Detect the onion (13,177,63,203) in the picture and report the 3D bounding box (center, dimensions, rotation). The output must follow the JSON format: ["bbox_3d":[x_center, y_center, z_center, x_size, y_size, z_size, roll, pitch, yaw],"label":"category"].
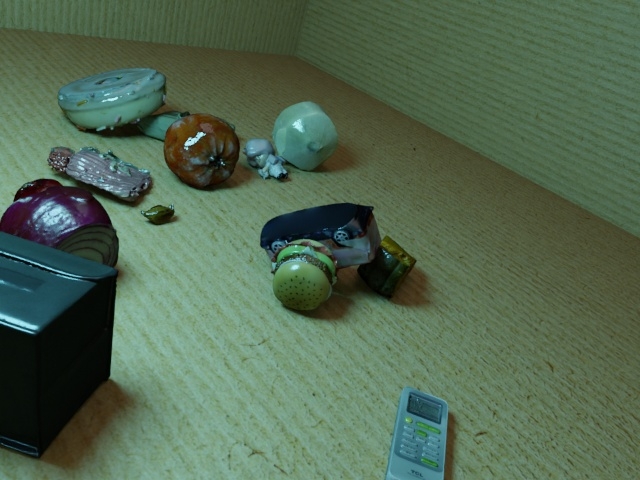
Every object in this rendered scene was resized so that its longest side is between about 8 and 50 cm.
[{"bbox_3d":[-0.680,-0.093,1.373,0.131,0.131,0.131,13,28,-7],"label":"onion"}]

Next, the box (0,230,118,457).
[{"bbox_3d":[-0.534,0.140,0.894,0.345,0.251,0.204,17,28,2],"label":"box"}]

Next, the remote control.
[{"bbox_3d":[0.190,0.383,1.083,0.103,0.034,0.250,21,27,7],"label":"remote control"}]

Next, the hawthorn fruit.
[{"bbox_3d":[-0.400,-0.301,1.810,0.242,0.242,0.271,-13,37,-43],"label":"hawthorn fruit"}]

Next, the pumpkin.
[{"bbox_3d":[0.182,0.074,1.566,0.131,0.126,0.248,31,13,14],"label":"pumpkin"}]

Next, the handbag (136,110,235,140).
[{"bbox_3d":[-0.480,-0.417,2.089,0.316,0.109,0.253,14,23,6],"label":"handbag"}]

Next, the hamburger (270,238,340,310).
[{"bbox_3d":[-0.041,0.091,1.355,0.175,0.175,0.137,15,37,-4],"label":"hamburger"}]

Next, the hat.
[{"bbox_3d":[-0.638,-0.208,1.620,0.286,0.107,0.237,18,17,-8],"label":"hat"}]

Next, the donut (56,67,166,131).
[{"bbox_3d":[-0.725,-0.501,1.986,0.382,0.142,0.382,-6,30,4],"label":"donut"}]

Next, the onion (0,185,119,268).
[{"bbox_3d":[-0.570,-0.012,1.193,0.207,0.206,0.216,25,28,15],"label":"onion"}]

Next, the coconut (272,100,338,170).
[{"bbox_3d":[-0.058,-0.391,2.145,0.245,0.245,0.247,7,30,-18],"label":"coconut"}]

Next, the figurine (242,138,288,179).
[{"bbox_3d":[-0.203,-0.299,2.037,0.229,0.112,0.137,45,32,26],"label":"figurine"}]

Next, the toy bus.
[{"bbox_3d":[0.000,0.000,1.448,0.302,0.147,0.127,-12,33,25],"label":"toy bus"}]

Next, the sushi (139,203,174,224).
[{"bbox_3d":[-0.445,-0.074,1.542,0.047,0.050,0.099,40,29,27],"label":"sushi"}]
